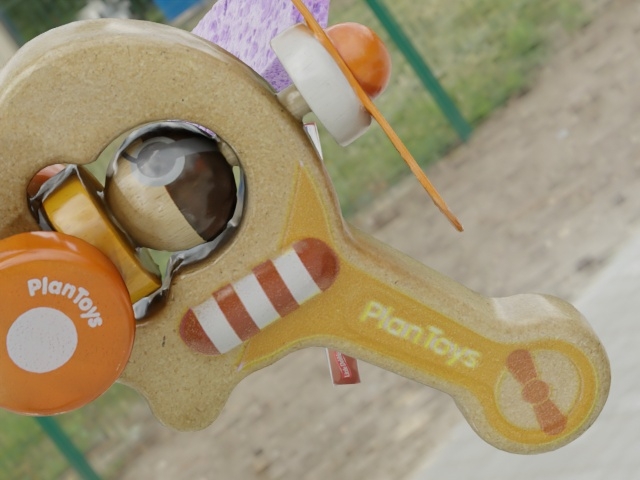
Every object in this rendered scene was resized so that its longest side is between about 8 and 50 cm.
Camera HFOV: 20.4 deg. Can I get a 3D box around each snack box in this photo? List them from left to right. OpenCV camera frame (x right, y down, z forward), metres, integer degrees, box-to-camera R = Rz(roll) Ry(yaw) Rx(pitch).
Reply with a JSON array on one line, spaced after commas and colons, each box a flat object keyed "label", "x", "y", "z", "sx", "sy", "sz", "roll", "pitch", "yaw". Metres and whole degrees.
[{"label": "snack box", "x": 0.003, "y": 0.012, "z": 1.156, "sx": 0.022, "sy": 0.178, "sz": 0.064, "roll": -11, "pitch": 42, "yaw": -1}]

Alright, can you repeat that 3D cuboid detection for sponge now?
[{"label": "sponge", "x": -0.053, "y": -0.125, "z": 1.215, "sx": 0.210, "sy": 0.031, "sz": 0.117, "roll": -38, "pitch": 40, "yaw": 53}]

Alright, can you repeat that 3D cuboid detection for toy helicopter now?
[{"label": "toy helicopter", "x": 0.000, "y": 0.000, "z": 0.871, "sx": 0.235, "sy": 0.355, "sz": 0.140, "roll": -61, "pitch": 21, "yaw": 12}]
